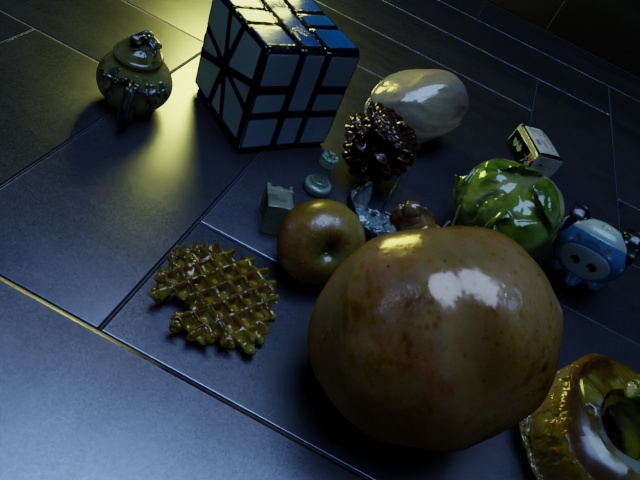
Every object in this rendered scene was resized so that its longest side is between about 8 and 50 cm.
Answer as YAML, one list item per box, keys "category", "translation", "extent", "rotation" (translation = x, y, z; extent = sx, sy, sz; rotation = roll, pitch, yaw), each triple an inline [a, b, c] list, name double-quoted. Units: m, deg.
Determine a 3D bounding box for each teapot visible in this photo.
- category: "teapot"
  translation: [-0.425, -0.388, 1.366]
  extent: [0.173, 0.183, 0.270]
  rotation: [14, 43, -15]

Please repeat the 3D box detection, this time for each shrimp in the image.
- category: "shrimp"
  translation: [0.242, 0.006, 1.321]
  extent: [0.410, 0.166, 0.221]
  rotation: [22, 42, 15]

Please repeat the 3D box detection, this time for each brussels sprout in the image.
- category: "brussels sprout"
  translation: [0.455, -0.076, 1.443]
  extent: [0.294, 0.227, 0.259]
  rotation: [-25, 55, -28]

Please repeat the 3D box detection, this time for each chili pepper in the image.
- category: "chili pepper"
  translation: [0.644, 0.288, 1.093]
  extent: [0.201, 0.050, 0.052]
  rotation: [10, 75, -23]

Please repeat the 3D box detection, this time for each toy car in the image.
- category: "toy car"
  translation: [0.662, 0.029, 1.461]
  extent: [0.188, 0.190, 0.255]
  rotation: [32, 10, 19]

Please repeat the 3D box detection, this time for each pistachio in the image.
- category: "pistachio"
  translation: [0.276, -0.386, 1.694]
  extent: [0.331, 0.208, 0.226]
  rotation: [-19, 78, -22]

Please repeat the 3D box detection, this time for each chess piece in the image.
- category: "chess piece"
  translation: [0.006, -0.159, 1.402]
  extent: [0.067, 0.103, 0.067]
  rotation: [13, 43, -13]

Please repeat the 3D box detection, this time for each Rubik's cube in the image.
- category: "Rubik's cube"
  translation: [-0.116, -0.423, 1.480]
  extent: [0.283, 0.294, 0.289]
  rotation: [-14, 56, -33]

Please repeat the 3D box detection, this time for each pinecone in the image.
- category: "pinecone"
  translation: [0.141, -0.233, 1.481]
  extent: [0.207, 0.208, 0.208]
  rotation: [14, 42, -13]

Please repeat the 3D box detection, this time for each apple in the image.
- category: "apple"
  translation: [0.000, 0.000, 1.192]
  extent: [0.182, 0.183, 0.155]
  rotation: [7, 15, -20]

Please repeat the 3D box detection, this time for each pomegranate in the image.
- category: "pomegranate"
  translation: [0.185, 0.131, 0.967]
  extent: [0.411, 0.412, 0.412]
  rotation: [14, 42, -13]

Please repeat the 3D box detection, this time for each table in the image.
- category: "table"
  translation: [-0.093, -0.068, 1.278]
  extent: [0.062, 0.079, 0.083]
  rotation: [9, 42, -17]

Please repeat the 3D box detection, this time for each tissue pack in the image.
- category: "tissue pack"
  translation: [0.676, -0.283, 1.876]
  extent: [0.103, 0.091, 0.170]
  rotation: [10, 45, -17]

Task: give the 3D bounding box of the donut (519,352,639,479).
- category: "donut"
  translation: [0.531, 0.363, 1.081]
  extent: [0.329, 0.160, 0.330]
  rotation: [16, 48, -18]

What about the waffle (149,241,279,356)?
- category: "waffle"
  translation: [-0.187, 0.096, 1.081]
  extent: [0.228, 0.051, 0.232]
  rotation: [19, 41, -7]
